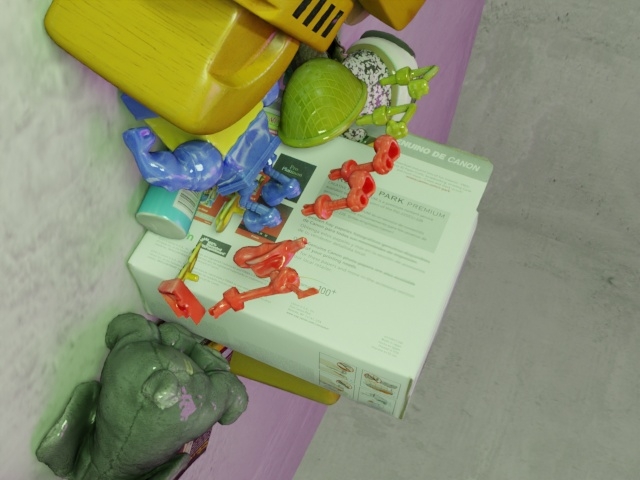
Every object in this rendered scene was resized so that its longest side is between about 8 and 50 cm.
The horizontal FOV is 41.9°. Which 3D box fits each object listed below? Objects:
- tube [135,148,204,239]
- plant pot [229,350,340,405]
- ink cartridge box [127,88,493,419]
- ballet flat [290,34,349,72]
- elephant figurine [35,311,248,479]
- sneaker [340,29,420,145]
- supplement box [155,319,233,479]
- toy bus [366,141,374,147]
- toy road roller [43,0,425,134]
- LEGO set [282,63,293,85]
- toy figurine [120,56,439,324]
[{"bbox_3d":[-0.122,-0.102,0.845,0.080,0.052,0.207,87,22,-65],"label":"tube"},{"bbox_3d":[-0.049,0.053,1.091,0.212,0.212,0.187,-62,154,-31],"label":"plant pot"},{"bbox_3d":[0.000,0.000,0.913,0.130,0.309,0.272,91,24,-60],"label":"ink cartridge box"},{"bbox_3d":[-0.015,-0.267,0.880,0.084,0.058,0.250,-46,141,-29],"label":"ballet flat"},{"bbox_3d":[-0.193,0.208,0.835,0.239,0.169,0.186,-54,140,5],"label":"elephant figurine"},{"bbox_3d":[0.009,-0.115,1.281,0.182,0.158,0.411,-20,131,-47],"label":"sneaker"},{"bbox_3d":[-0.173,0.186,1.017,0.104,0.080,0.188,-38,147,-69],"label":"supplement box"},{"bbox_3d":[0.120,-0.007,1.207,0.149,0.211,0.220,-21,133,-28],"label":"toy bus"},{"bbox_3d":[-0.056,-0.207,0.617,0.241,0.202,0.329,-56,170,11],"label":"toy road roller"},{"bbox_3d":[-0.025,-0.179,1.048,0.227,0.087,0.093,59,53,-74],"label":"LEGO set"},{"bbox_3d":[-0.059,-0.130,0.747,0.217,0.191,0.363,55,47,-28],"label":"toy figurine"}]
